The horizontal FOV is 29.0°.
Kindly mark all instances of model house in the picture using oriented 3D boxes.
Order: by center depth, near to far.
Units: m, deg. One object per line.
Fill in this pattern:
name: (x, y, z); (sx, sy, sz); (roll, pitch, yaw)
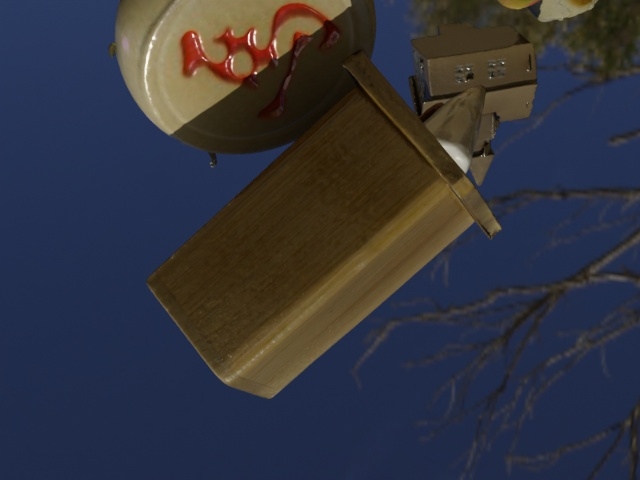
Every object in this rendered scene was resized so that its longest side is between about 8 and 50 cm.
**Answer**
model house: (0.237, -0.207, 1.962); (0.181, 0.248, 0.176); (-9, -153, -4)

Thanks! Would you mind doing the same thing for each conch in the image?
conch: (0.160, -0.146, 1.633); (0.094, 0.104, 0.176); (25, -116, -15)

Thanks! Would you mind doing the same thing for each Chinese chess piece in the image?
Chinese chess piece: (-0.075, -0.210, 1.257); (0.273, 0.273, 0.102); (-15, -133, -11)

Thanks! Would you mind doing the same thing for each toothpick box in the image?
toothpick box: (0.000, 0.000, 1.243); (0.308, 0.187, 0.190); (-41, -110, 5)

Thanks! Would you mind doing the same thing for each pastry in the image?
pastry: (0.388, -0.429, 1.967); (0.166, 0.165, 0.088); (-33, -145, -27)

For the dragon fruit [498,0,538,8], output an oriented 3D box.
dragon fruit: (0.267, -0.401, 1.402); (0.227, 0.243, 0.307); (34, -98, 21)

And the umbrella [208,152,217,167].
umbrella: (-0.161, -0.142, 1.814); (0.020, 0.031, 0.083); (19, -136, -30)
